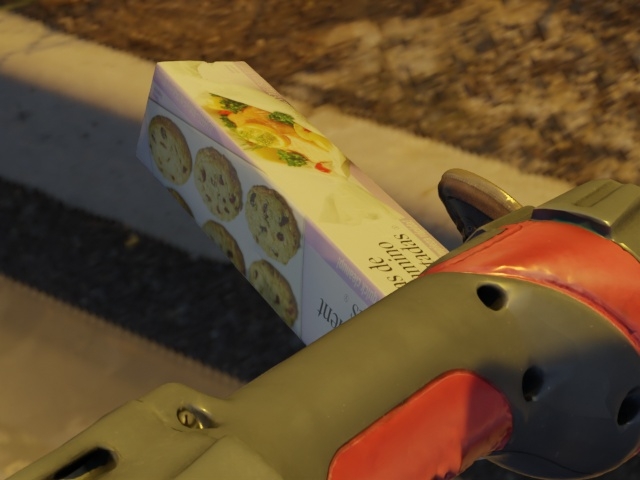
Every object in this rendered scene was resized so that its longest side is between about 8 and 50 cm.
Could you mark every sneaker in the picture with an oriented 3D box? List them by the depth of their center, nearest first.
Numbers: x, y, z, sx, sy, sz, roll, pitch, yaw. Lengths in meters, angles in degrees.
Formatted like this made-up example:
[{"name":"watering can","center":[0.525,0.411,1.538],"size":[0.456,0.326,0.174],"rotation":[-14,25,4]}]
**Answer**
[{"name":"sneaker","center":[0.153,0.019,1.551],"size":[0.071,0.066,0.188],"rotation":[-43,70,-13]}]

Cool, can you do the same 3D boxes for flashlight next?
[{"name":"flashlight","center":[0.028,0.069,0.590],"size":[0.103,0.304,0.103],"rotation":[17,117,27]}]

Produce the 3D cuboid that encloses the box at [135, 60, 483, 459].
[{"name":"box","center":[0.000,0.000,1.008],"size":[0.324,0.063,0.067],"rotation":[47,131,46]}]
